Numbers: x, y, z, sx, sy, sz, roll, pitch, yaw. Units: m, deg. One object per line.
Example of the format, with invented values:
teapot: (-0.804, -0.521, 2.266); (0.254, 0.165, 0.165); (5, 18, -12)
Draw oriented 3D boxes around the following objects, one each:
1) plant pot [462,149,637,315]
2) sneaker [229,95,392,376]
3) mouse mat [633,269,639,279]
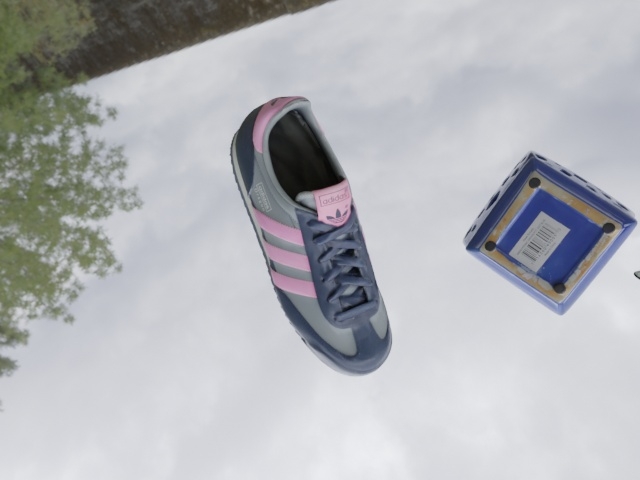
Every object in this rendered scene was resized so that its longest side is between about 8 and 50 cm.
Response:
plant pot: (0.409, -0.014, 1.037); (0.236, 0.236, 0.212); (-57, 167, 17)
sneaker: (0.000, 0.000, 0.603); (0.112, 0.319, 0.131); (-27, 180, -25)
mouse mat: (0.448, 0.052, 0.602); (0.190, 0.007, 0.152); (-10, -152, -32)
